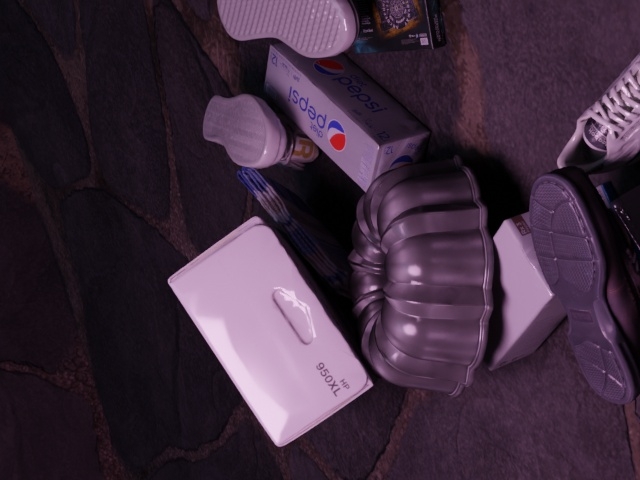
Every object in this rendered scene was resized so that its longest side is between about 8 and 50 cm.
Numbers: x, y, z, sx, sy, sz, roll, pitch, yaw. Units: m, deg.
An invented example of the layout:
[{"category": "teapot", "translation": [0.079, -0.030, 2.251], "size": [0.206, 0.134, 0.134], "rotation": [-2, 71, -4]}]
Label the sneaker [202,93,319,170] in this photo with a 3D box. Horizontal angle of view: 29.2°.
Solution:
[{"category": "sneaker", "translation": [-0.065, -0.163, 1.918], "size": [0.292, 0.169, 0.108], "rotation": [38, 113, 65]}]

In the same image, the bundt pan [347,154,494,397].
[{"category": "bundt pan", "translation": [0.119, 0.047, 1.650], "size": [0.331, 0.124, 0.331], "rotation": [-178, 90, -77]}]

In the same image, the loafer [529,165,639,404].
[{"category": "loafer", "translation": [0.324, 0.042, 1.411], "size": [0.109, 0.095, 0.303], "rotation": [14, 131, 56]}]

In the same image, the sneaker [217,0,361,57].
[{"category": "sneaker", "translation": [-0.019, -0.345, 1.782], "size": [0.321, 0.127, 0.126], "rotation": [23, 128, 52]}]

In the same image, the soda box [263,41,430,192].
[{"category": "soda box", "translation": [0.034, -0.191, 1.810], "size": [0.286, 0.098, 0.091], "rotation": [46, 140, 36]}]

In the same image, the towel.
[{"category": "towel", "translation": [0.000, 0.000, 1.910], "size": [0.034, 0.209, 0.285], "rotation": [-47, 58, 9]}]

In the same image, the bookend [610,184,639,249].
[{"category": "bookend", "translation": [0.401, -0.040, 1.299], "size": [0.157, 0.156, 0.072], "rotation": [-32, 74, 14]}]

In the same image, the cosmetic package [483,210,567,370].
[{"category": "cosmetic package", "translation": [0.257, 0.063, 1.573], "size": [0.117, 0.085, 0.231], "rotation": [61, 154, 20]}]

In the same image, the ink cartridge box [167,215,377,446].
[{"category": "ink cartridge box", "translation": [-0.054, 0.133, 1.841], "size": [0.285, 0.166, 0.395], "rotation": [55, -178, 6]}]

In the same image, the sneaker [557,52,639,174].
[{"category": "sneaker", "translation": [0.345, -0.148, 1.331], "size": [0.090, 0.094, 0.235], "rotation": [58, 146, 24]}]

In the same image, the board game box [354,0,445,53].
[{"category": "board game box", "translation": [0.098, -0.325, 1.702], "size": [0.186, 0.026, 0.126], "rotation": [10, 115, 57]}]

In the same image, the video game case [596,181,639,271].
[{"category": "video game case", "translation": [0.328, 0.010, 1.523], "size": [0.166, 0.015, 0.119], "rotation": [-36, 76, 59]}]
